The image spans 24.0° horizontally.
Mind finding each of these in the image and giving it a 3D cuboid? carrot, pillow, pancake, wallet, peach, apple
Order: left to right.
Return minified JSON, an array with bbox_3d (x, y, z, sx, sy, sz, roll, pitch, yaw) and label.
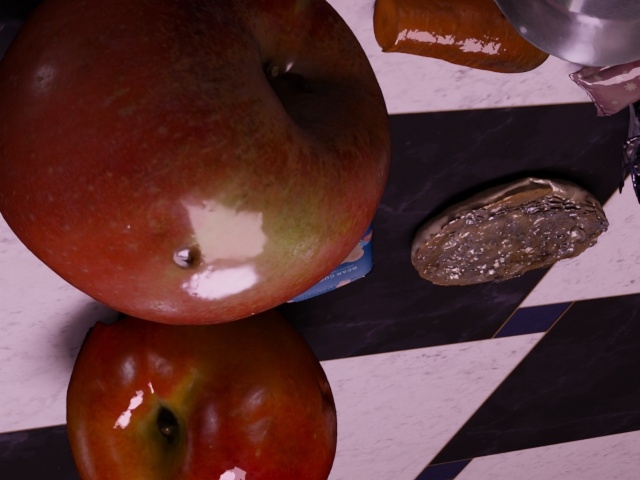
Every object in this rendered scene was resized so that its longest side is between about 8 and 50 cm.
[{"bbox_3d":[-0.116,-0.091,1.316,0.348,0.348,0.277,11,146,-45],"label":"apple"},{"bbox_3d":[-0.151,0.254,1.991,0.335,0.310,0.406,-26,152,10],"label":"peach"},{"bbox_3d":[0.000,-0.001,1.866,0.141,0.059,0.202,-21,156,-7],"label":"wallet"},{"bbox_3d":[0.150,-0.214,1.521,0.193,0.087,0.087,3,147,-32],"label":"carrot"},{"bbox_3d":[0.253,-0.005,2.023,0.282,0.049,0.282,-13,153,-7],"label":"pancake"},{"bbox_3d":[0.387,-0.201,1.736,0.185,0.043,0.118,-25,151,14],"label":"pillow"}]

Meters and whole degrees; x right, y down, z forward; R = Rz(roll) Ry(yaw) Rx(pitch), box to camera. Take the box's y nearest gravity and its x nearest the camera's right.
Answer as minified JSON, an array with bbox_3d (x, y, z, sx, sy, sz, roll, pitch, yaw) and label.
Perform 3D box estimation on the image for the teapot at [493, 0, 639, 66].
[{"bbox_3d":[0.239,-0.316,1.237,0.300,0.253,0.344,18,156,3],"label":"teapot"}]

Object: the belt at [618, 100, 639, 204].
[{"bbox_3d":[0.433,-0.102,1.862,0.126,0.139,0.230,-15,157,3],"label":"belt"}]
